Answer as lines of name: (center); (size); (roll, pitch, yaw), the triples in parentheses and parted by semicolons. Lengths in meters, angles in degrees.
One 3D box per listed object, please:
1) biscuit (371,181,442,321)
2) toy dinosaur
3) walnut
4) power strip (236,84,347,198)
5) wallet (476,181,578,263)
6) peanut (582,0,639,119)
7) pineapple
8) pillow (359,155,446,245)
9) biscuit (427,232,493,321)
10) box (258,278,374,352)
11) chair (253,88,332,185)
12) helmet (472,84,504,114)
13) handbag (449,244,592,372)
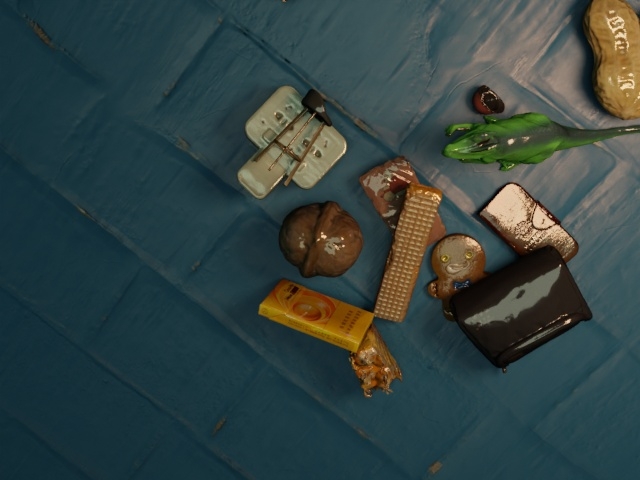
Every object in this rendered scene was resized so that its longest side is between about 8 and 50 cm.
biscuit: (0.217, 0.036, 1.580); (0.094, 0.054, 0.379); (14, 117, 5)
toy dinosaur: (0.514, -0.243, 1.368); (0.500, 0.374, 0.144); (-9, 93, 11)
walnut: (0.000, 0.000, 1.553); (0.224, 0.224, 0.224); (1, 103, 7)
power strip: (-0.095, -0.221, 1.578); (0.229, 0.141, 0.261); (43, 90, -5)
wallet: (0.529, -0.027, 1.578); (0.255, 0.031, 0.137); (43, 100, -6)
peanut: (0.675, -0.417, 1.424); (0.136, 0.120, 0.298); (-24, 101, -34)
pineapple: (0.134, 0.309, 1.648); (0.114, 0.186, 0.236); (-22, 141, 4)
pillow: (0.212, -0.088, 1.588); (0.135, 0.049, 0.248); (-29, 106, 13)
biscuit: (0.365, 0.097, 1.626); (0.180, 0.039, 0.236); (-11, 99, 10)
box: (-0.009, 0.191, 1.610); (0.269, 0.152, 0.043); (20, 117, 13)
chair: (-0.051, -0.242, 1.476); (0.095, 0.104, 0.221); (34, 93, -36)
helmet: (0.400, -0.331, 1.514); (0.084, 0.065, 0.049); (40, 143, -12)
handbag: (0.510, 0.197, 1.537); (0.302, 0.178, 0.275); (-32, 109, 13)
